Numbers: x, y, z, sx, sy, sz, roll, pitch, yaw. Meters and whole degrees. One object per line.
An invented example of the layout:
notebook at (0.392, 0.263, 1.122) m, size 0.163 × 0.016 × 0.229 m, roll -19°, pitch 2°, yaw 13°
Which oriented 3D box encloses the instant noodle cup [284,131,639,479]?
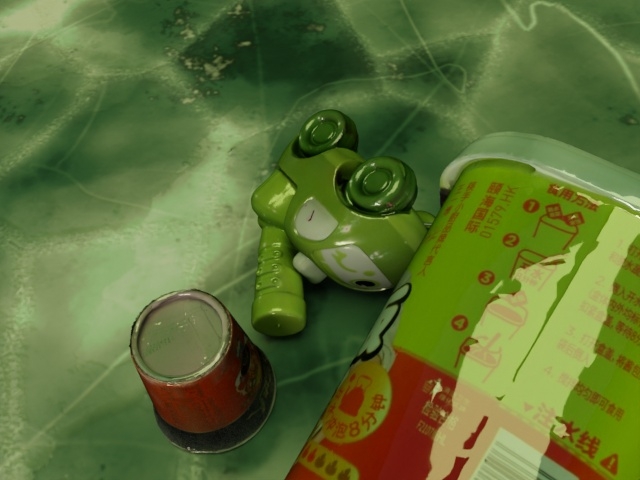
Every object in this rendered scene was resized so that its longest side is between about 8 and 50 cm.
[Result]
instant noodle cup at (0.139, 0.127, 0.513) m, size 0.293 × 0.294 × 0.308 m, roll 30°, pitch 71°, yaw 24°

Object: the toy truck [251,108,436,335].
toy truck at (0.005, -0.019, 0.695) m, size 0.210 × 0.148 × 0.187 m, roll -30°, pitch 53°, yaw 12°

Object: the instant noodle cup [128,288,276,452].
instant noodle cup at (-0.109, 0.113, 0.612) m, size 0.127 × 0.136 × 0.127 m, roll -3°, pitch 56°, yaw 4°
